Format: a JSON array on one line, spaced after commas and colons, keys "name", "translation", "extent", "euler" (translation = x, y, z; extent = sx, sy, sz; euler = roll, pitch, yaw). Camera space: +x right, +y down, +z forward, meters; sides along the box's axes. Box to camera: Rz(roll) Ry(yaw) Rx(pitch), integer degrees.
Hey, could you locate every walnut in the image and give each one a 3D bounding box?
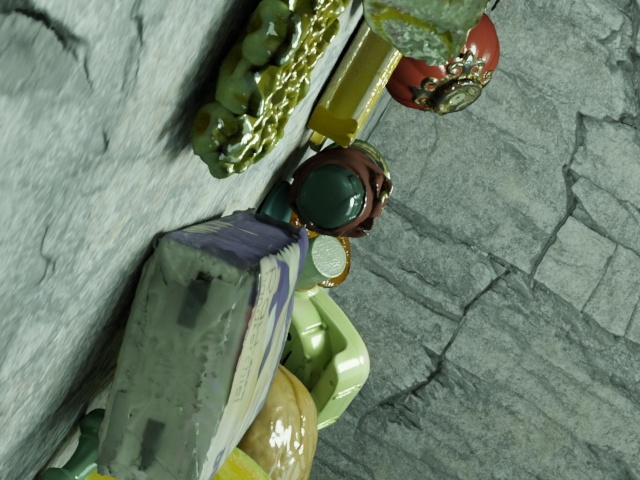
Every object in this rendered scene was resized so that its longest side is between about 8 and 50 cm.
[{"name": "walnut", "translation": [-0.148, 0.335, 1.762], "extent": [0.313, 0.277, 0.252], "euler": [-62, 167, -5]}]

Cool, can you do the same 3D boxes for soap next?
[{"name": "soap", "translation": [0.067, -0.244, 1.548], "extent": [0.232, 0.073, 0.140], "euler": [-60, 176, 13]}]

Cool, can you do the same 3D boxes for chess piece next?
[{"name": "chess piece", "translation": [-0.241, 0.226, 1.103], "extent": [0.103, 0.067, 0.067], "euler": [-47, 170, -40]}]

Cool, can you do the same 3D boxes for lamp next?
[{"name": "lamp", "translation": [0.212, -0.338, 1.971], "extent": [0.227, 0.226, 0.227], "euler": [-59, 177, -4]}]

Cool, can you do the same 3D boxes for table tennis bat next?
[{"name": "table tennis bat", "translation": [-0.089, 0.027, 1.637], "extent": [0.153, 0.040, 0.244], "euler": [24, 85, -78]}]

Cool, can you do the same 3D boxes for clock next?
[{"name": "clock", "translation": [-0.055, 0.174, 1.916], "extent": [0.096, 0.308, 0.235], "euler": [-17, 150, -37]}]

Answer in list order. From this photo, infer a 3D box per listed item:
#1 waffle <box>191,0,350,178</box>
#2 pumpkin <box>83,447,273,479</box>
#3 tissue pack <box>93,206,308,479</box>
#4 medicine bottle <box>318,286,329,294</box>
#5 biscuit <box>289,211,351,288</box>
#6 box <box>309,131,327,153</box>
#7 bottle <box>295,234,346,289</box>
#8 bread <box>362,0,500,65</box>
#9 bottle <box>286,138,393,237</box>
[{"name": "waffle", "translation": [-0.035, -0.149, 0.860], "extent": [0.223, 0.054, 0.204], "euler": [-62, 177, 8]}, {"name": "pumpkin", "translation": [-0.195, 0.427, 1.412], "extent": [0.199, 0.332, 0.332], "euler": [-55, 179, 25]}, {"name": "tissue pack", "translation": [-0.109, 0.100, 1.127], "extent": [0.343, 0.125, 0.243], "euler": [-45, 152, -81]}, {"name": "medicine bottle", "translation": [-0.050, 0.079, 2.150], "extent": [0.143, 0.147, 0.147], "euler": [-64, 176, 20]}, {"name": "biscuit", "translation": [0.001, 0.000, 2.067], "extent": [0.027, 0.188, 0.188], "euler": [-18, -157, 33]}, {"name": "box", "translation": [0.026, -0.211, 1.735], "extent": [0.149, 0.020, 0.073], "euler": [-59, 177, -5]}, {"name": "bottle", "translation": [-0.047, 0.044, 1.728], "extent": [0.201, 0.072, 0.072], "euler": [-19, -148, 50]}, {"name": "bread", "translation": [0.141, -0.331, 1.321], "extent": [0.156, 0.158, 0.261], "euler": [-73, -171, -52]}, {"name": "bottle", "translation": [0.035, -0.073, 1.632], "extent": [0.156, 0.143, 0.271], "euler": [-19, -174, 12]}]
